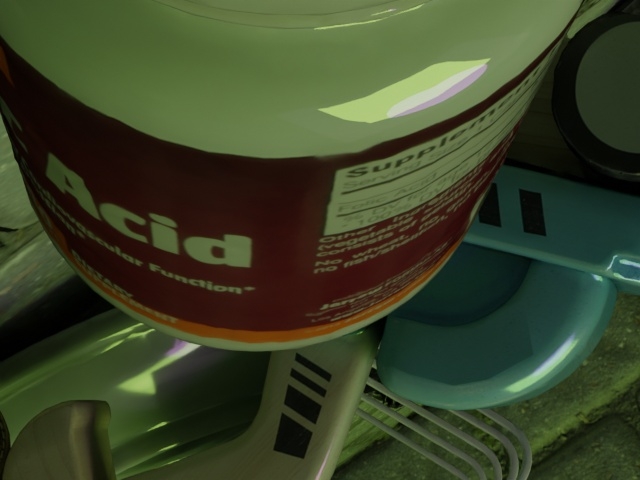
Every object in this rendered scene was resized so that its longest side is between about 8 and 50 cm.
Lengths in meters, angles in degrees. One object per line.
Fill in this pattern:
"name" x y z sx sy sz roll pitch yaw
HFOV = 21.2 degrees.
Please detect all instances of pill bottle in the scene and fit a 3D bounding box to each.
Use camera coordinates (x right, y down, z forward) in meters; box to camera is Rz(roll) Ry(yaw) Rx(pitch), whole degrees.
"pill bottle" -0.018 -0.107 0.617 0.224 0.224 0.392 -32 167 -12

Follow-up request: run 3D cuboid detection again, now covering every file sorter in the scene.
"file sorter" 0.039 0.210 1.352 0.192 0.173 0.277 -58 176 -16

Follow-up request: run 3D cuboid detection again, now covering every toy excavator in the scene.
"toy excavator" 0.033 0.053 1.136 0.222 0.433 0.445 31 73 -77

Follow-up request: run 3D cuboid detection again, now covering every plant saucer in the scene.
"plant saucer" -0.134 0.142 1.412 0.401 0.100 0.400 -22 166 -6

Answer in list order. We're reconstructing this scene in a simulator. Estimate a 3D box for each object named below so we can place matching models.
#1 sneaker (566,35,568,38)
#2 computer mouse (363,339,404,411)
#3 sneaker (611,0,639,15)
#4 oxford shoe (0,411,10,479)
"sneaker" 0.158 -0.109 1.464 0.095 0.090 0.235 -20 162 -8
"computer mouse" 0.049 0.100 1.677 0.188 0.072 0.272 -50 156 25
"sneaker" 0.355 -0.208 1.524 0.163 0.086 0.226 -10 164 -40
"oxford shoe" -0.362 0.186 1.052 0.397 0.140 0.146 -30 160 -30
